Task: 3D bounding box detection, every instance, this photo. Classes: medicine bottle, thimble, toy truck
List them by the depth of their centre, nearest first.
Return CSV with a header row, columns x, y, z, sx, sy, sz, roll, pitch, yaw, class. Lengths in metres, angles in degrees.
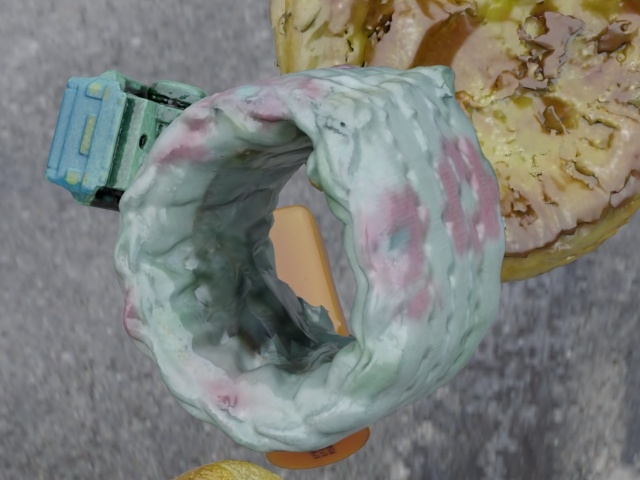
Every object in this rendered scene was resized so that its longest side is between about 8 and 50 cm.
x,y,z,sx,sy,sz,roll,pitch,yaw,class
0.000,0.000,1.026,0.185,0.211,0.149,31,23,20,thimble
-0.027,0.097,1.808,0.112,0.149,0.222,-16,60,2,medicine bottle
-0.168,-0.091,2.045,0.156,0.279,0.155,13,89,26,toy truck

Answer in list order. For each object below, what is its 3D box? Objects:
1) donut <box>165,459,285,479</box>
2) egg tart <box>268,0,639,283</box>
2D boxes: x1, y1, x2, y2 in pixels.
x,y,z,sx,sy,sz,roll,pitch,yaw,class
-0.059,0.248,1.435,0.174,0.074,0.190,28,38,-28,donut
0.094,-0.117,1.192,0.290,0.115,0.290,-2,95,-19,egg tart
